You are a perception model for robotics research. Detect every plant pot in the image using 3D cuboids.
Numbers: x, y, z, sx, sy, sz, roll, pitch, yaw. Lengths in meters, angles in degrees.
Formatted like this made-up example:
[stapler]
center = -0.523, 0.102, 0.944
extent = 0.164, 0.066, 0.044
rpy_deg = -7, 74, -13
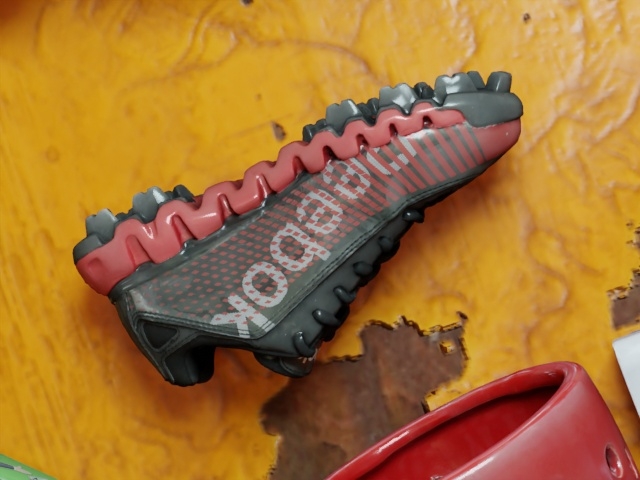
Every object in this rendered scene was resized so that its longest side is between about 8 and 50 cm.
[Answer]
[plant pot]
center = 0.096, 0.183, 0.895
extent = 0.191, 0.191, 0.174
rpy_deg = -27, 94, 11

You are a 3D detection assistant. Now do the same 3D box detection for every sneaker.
[sneaker]
center = 0.000, 0.000, 0.947
extent = 0.276, 0.097, 0.135
rpy_deg = -25, 88, 13

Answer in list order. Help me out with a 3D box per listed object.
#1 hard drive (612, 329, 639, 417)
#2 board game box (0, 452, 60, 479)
[hard drive]
center = 0.349, 0.099, 0.913
extent = 0.318, 0.040, 0.210
rpy_deg = -21, 88, 11
[board game box]
center = -0.169, 0.261, 1.018
extent = 0.317, 0.046, 0.214
rpy_deg = 23, 96, 9
